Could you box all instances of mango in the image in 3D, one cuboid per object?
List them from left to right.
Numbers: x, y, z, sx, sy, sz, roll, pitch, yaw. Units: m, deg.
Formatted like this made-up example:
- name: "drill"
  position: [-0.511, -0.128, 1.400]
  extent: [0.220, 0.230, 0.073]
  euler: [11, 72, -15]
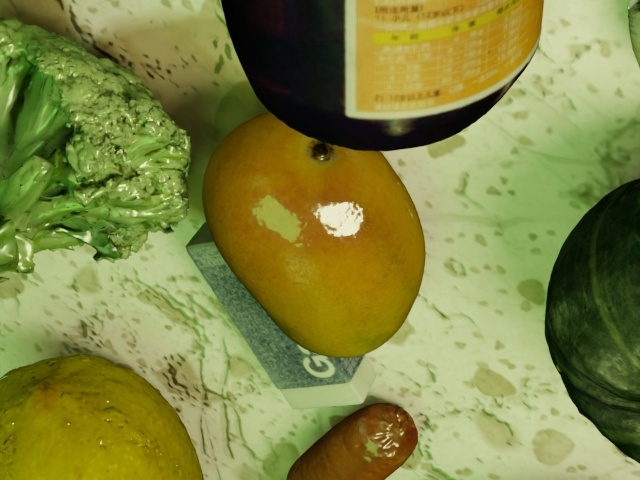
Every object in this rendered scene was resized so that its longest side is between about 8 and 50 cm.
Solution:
- name: "mango"
  position: [0.004, -0.002, 1.668]
  extent: [0.175, 0.139, 0.254]
  euler: [-1, 136, 37]

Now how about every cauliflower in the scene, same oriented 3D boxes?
- name: "cauliflower"
  position: [-0.254, -0.050, 1.688]
  extent: [0.272, 0.250, 0.275]
  euler: [24, 143, 12]

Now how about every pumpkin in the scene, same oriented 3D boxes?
- name: "pumpkin"
  position: [0.318, 0.062, 1.494]
  extent: [0.300, 0.207, 0.300]
  euler: [9, 143, 7]

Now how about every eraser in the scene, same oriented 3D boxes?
- name: "eraser"
  position: [-0.035, 0.067, 1.824]
  extent: [0.092, 0.046, 0.212]
  euler: [-8, 126, 36]

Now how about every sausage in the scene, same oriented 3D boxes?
- name: "sausage"
  position: [0.029, 0.219, 1.914]
  extent: [0.076, 0.076, 0.197]
  euler: [37, 139, -6]

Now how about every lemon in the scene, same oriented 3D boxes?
- name: "lemon"
  position: [-0.247, 0.262, 1.985]
  extent: [0.258, 0.258, 0.310]
  euler: [-1, 132, 31]

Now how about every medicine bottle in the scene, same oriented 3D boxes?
- name: "medicine bottle"
  position: [0.044, -0.267, 1.296]
  extent: [0.242, 0.242, 0.395]
  euler: [18, 141, 15]

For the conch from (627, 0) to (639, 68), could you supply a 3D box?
- name: "conch"
  position: [0.289, -0.141, 1.385]
  extent: [0.135, 0.102, 0.153]
  euler: [-11, 91, 51]
